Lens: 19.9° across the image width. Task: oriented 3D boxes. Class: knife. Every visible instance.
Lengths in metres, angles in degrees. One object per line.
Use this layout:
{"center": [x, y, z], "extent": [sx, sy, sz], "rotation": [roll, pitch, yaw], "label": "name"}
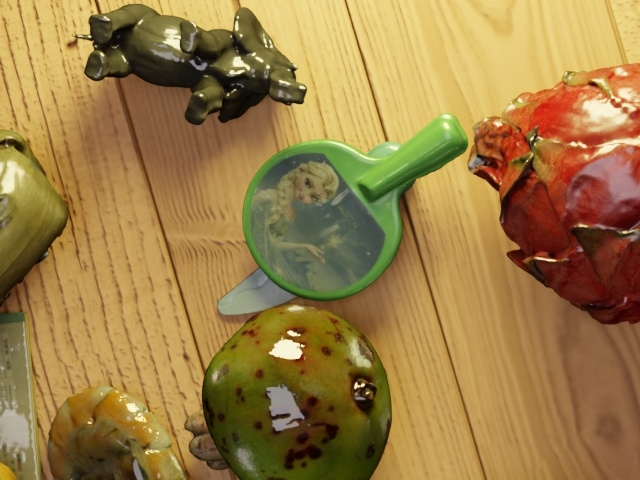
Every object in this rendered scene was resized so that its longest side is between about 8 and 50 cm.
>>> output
{"center": [0.001, 0.001, 1.840], "extent": [0.260, 0.034, 0.063], "rotation": [-44, 86, 15], "label": "knife"}

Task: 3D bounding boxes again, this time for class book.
{"center": [-0.436, 0.190, 1.932], "extent": [0.283, 0.025, 0.214], "rotation": [-4, 91, 10], "label": "book"}

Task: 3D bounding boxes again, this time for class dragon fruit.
{"center": [0.275, -0.047, 1.679], "extent": [0.299, 0.244, 0.244], "rotation": [18, 96, 18], "label": "dragon fruit"}

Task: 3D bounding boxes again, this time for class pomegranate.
{"center": [-0.040, 0.169, 1.786], "extent": [0.248, 0.202, 0.202], "rotation": [-20, 89, 40], "label": "pomegranate"}

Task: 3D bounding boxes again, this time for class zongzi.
{"center": [-0.475, -0.013, 1.883], "extent": [0.356, 0.174, 0.393], "rotation": [-47, 53, -7], "label": "zongzi"}

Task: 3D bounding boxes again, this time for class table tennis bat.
{"center": [0.035, -0.042, 1.791], "extent": [0.257, 0.039, 0.160], "rotation": [-33, 90, 21], "label": "table tennis bat"}

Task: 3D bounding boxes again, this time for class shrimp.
{"center": [-0.199, 0.272, 1.874], "extent": [0.145, 0.059, 0.254], "rotation": [-28, 87, 14], "label": "shrimp"}

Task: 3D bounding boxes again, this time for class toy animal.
{"center": [-0.120, -0.182, 1.792], "extent": [0.245, 0.146, 0.114], "rotation": [27, 104, 10], "label": "toy animal"}

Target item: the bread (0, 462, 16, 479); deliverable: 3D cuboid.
{"center": [-0.381, 0.241, 1.877], "extent": [0.132, 0.074, 0.053], "rotation": [28, 115, 7], "label": "bread"}
